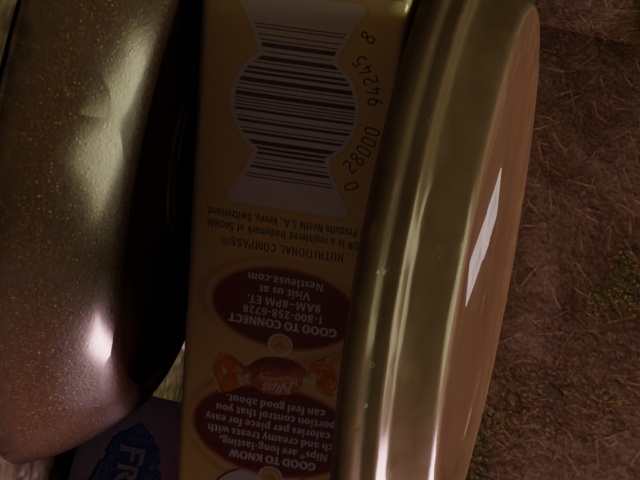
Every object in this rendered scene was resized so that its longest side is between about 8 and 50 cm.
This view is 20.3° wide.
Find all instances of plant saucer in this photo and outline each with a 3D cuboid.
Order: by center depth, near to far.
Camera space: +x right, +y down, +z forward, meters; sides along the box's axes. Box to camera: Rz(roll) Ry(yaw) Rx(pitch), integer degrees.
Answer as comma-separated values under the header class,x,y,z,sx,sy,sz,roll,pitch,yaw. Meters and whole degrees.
class,x,y,z,sx,sy,sz,roll,pitch,yaw
plant saucer,0.054,0.012,0.769,0.278,0.041,0.277,11,90,-79
plant saucer,-0.073,-0.050,0.773,0.310,0.050,0.310,12,90,-84

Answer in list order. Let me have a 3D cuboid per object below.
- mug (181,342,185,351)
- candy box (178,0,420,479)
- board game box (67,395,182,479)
class,x,y,z,sx,sy,sz,roll,pitch,yaw
mug,-0.005,-0.006,1.054,0.113,0.150,0.169,61,41,-43
candy box,-0.001,0.004,0.822,0.183,0.088,0.316,-64,162,-62
board game box,-0.110,0.260,0.989,0.318,0.066,0.318,73,30,-77
